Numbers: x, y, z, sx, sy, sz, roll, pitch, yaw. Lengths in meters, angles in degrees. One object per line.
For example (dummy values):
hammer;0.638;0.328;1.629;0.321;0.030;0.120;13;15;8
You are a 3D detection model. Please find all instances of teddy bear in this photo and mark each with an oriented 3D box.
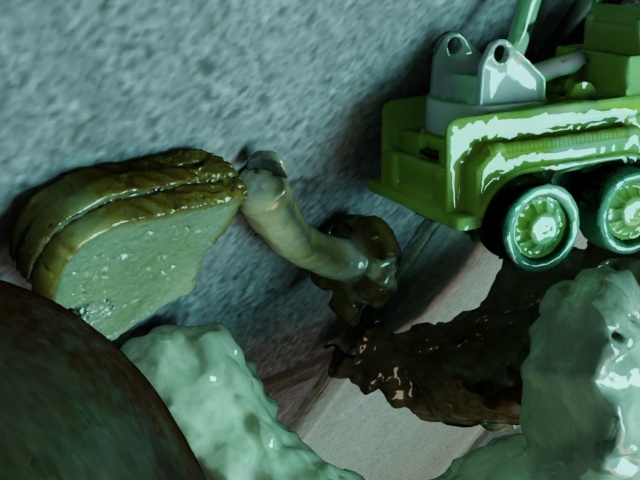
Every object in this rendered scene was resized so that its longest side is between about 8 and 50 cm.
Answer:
teddy bear;0.138;0.097;0.656;0.362;0.375;0.327;-46;156;-22

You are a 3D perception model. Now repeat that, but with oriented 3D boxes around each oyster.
oyster;0.172;0.047;0.804;0.337;0.133;0.198;-28;-172;27

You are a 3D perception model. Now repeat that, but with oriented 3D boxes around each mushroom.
mushroom;0.000;0.000;0.603;0.060;0.061;0.187;-40;155;7

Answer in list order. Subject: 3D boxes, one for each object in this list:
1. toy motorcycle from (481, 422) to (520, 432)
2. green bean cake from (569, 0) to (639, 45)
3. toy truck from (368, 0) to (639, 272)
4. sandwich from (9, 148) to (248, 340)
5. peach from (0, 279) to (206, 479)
toy motorcycle;0.244;0.138;1.231;0.130;0.094;0.229;-13;139;-49
green bean cake;0.209;-0.114;0.747;0.135;0.056;0.135;-45;159;11
toy truck;0.168;-0.072;0.611;0.259;0.128;0.135;-5;106;-23
sandwich;-0.091;0.005;0.477;0.105;0.036;0.093;-13;144;-51
peach;-0.147;0.126;0.353;0.252;0.252;0.252;-36;157;-18
